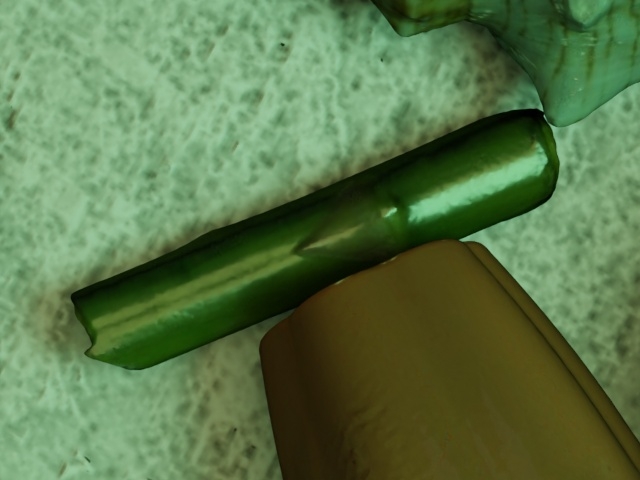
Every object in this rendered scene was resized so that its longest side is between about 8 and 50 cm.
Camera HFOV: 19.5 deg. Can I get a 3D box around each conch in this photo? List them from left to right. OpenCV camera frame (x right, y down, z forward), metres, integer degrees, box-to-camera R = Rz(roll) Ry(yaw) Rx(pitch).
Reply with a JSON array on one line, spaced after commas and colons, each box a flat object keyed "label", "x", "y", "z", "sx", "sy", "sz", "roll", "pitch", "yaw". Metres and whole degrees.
[{"label": "conch", "x": 0.137, "y": -0.163, "z": 0.978, "sx": 0.386, "sy": 0.169, "sz": 0.203, "roll": 3, "pitch": 108, "yaw": 2}]

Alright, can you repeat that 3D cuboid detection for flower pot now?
[{"label": "flower pot", "x": 0.061, "y": 0.101, "z": 0.956, "sx": 0.191, "sy": 0.190, "sz": 0.173, "roll": -22, "pitch": 75, "yaw": -9}]

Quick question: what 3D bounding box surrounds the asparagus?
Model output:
[{"label": "asparagus", "x": 0.001, "y": 0.002, "z": 1.002, "sx": 0.278, "sy": 0.067, "sz": 0.060, "roll": -22, "pitch": 111, "yaw": -6}]
